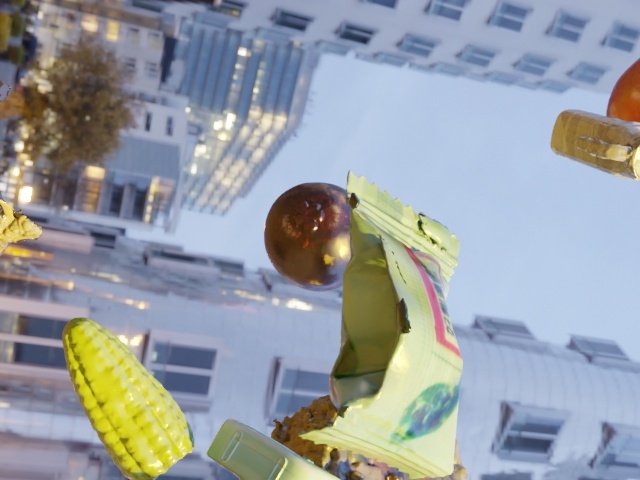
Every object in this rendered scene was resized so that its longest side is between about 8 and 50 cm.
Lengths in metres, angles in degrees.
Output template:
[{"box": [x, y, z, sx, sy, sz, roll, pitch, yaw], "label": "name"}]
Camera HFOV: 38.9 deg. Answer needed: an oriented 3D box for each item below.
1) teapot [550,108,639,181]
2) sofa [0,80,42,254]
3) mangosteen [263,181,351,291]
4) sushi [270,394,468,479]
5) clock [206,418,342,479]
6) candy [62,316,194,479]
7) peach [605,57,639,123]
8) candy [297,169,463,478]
[{"box": [0.389, -0.134, 1.252, 0.200, 0.107, 0.077, -137, -123, -66], "label": "teapot"}, {"box": [-0.380, -0.056, 0.771, 0.182, 0.200, 0.258, -42, -133, 17], "label": "sofa"}, {"box": [0.000, 0.000, 1.868, 0.265, 0.228, 0.228, 63, 27, -66], "label": "mangosteen"}, {"box": [0.083, 0.434, 1.442, 0.240, 0.396, 0.351, -38, -132, 24], "label": "sushi"}, {"box": [-0.035, 0.282, 1.070, 0.148, 0.188, 0.060, 20, -106, 36], "label": "clock"}, {"box": [-0.229, 0.179, 1.040, 0.209, 0.096, 0.096, 58, -20, -6], "label": "candy"}, {"box": [0.557, -0.196, 1.431, 0.190, 0.196, 0.226, 3, -121, 45], "label": "peach"}, {"box": [0.105, 0.111, 1.247, 0.172, 0.263, 0.398, -18, -129, 30], "label": "candy"}]
